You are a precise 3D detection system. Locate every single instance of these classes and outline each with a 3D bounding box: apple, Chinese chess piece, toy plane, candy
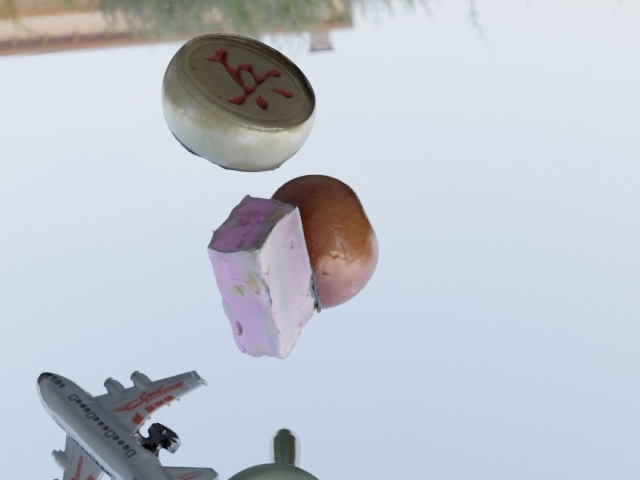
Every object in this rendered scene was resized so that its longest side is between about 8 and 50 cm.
[{"bbox_3d":[0.000,0.000,1.985,0.206,0.271,0.251,-23,171,-9],"label":"apple"},{"bbox_3d":[-0.130,-0.222,1.553,0.250,0.103,0.249,16,-137,-15],"label":"Chinese chess piece"},{"bbox_3d":[-0.150,0.147,0.701,0.171,0.065,0.162,35,-93,39],"label":"toy plane"},{"bbox_3d":[-0.094,0.067,1.678,0.116,0.265,0.155,13,-134,26],"label":"candy"}]

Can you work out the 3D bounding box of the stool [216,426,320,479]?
[{"bbox_3d":[-0.072,0.397,1.416,0.195,0.195,0.199,-31,-175,-2],"label":"stool"}]
